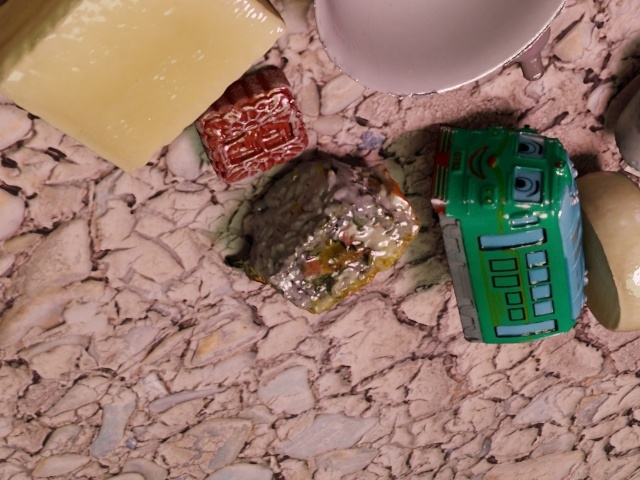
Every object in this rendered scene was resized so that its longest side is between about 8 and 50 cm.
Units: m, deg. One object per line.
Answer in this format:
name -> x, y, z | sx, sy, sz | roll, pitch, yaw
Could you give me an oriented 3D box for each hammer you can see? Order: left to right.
hammer -> 0.602, -0.213, 1.917 | 0.336, 0.119, 0.206 | -19, 164, -19

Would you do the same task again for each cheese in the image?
cheese -> -0.213, -0.236, 1.487 | 0.265, 0.124, 0.242 | -41, 140, 14

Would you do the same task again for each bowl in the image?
bowl -> 0.126, -0.350, 1.521 | 0.345, 0.157, 0.345 | -15, 137, -14

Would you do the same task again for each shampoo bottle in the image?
shampoo bottle -> 0.271, -0.281, 1.754 | 0.080, 0.040, 0.165 | -29, 139, 1

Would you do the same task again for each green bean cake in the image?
green bean cake -> -0.089, -0.146, 1.691 | 0.135, 0.056, 0.135 | -25, 138, -5

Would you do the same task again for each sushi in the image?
sushi -> 0.000, 0.000, 1.820 | 0.274, 0.139, 0.184 | -43, 134, 17

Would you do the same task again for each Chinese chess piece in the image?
Chinese chess piece -> 0.447, 0.016, 1.985 | 0.101, 0.250, 0.250 | -20, 138, -4

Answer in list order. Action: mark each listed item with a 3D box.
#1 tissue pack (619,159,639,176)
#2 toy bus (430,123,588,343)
tissue pack -> 0.521, -0.146, 2.032 | 0.056, 0.023, 0.108 | 16, 122, -37
toy bus -> 0.280, -0.006, 1.892 | 0.199, 0.183, 0.343 | -1, 141, 16
